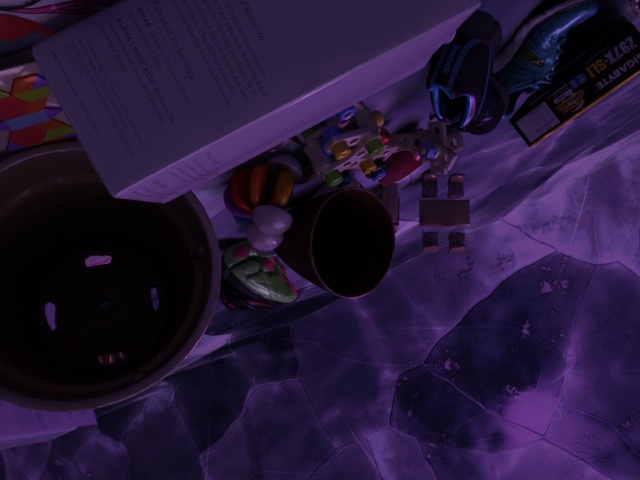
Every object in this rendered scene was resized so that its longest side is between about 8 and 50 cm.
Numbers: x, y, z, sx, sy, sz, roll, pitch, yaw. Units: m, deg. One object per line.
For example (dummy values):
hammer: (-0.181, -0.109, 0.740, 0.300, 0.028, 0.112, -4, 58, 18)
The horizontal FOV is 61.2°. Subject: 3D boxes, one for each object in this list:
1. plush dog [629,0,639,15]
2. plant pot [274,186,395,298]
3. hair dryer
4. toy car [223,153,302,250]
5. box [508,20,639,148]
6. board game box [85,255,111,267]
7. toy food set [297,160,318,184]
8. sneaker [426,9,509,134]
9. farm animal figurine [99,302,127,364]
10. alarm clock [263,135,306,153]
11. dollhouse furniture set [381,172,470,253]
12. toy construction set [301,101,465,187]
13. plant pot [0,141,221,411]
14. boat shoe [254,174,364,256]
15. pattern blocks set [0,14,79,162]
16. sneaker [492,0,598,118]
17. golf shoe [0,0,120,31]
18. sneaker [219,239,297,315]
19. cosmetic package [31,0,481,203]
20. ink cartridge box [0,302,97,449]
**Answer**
plush dog: (0.642, -0.481, 0.866, 0.262, 0.211, 0.225, -2, -167, 31)
plant pot: (0.000, 0.000, 1.136, 0.215, 0.216, 0.230, -13, -170, -35)
hair dryer: (0.253, -0.212, 1.248, 0.293, 0.080, 0.223, -31, 164, 23)
toy car: (-0.119, -0.080, 1.047, 0.136, 0.159, 0.182, 16, 153, -11)
box: (0.536, -0.326, 1.109, 0.257, 0.079, 0.322, -40, 180, 34)
board game box: (-0.408, -0.004, 0.988, 0.146, 0.045, 0.193, -15, 161, -31)
toy food set: (-0.030, -0.145, 1.149, 0.083, 0.020, 0.082, -33, 163, 24)
sneaker: (0.244, -0.253, 0.948, 0.140, 0.124, 0.341, -66, 154, -4)
farm animal figurine: (-0.528, 0.232, 1.390, 0.326, 0.173, 0.330, -14, 173, 6)
alarm clock: (-0.108, -0.187, 0.722, 0.191, 0.130, 0.064, 6, 157, -7)
dollhouse furniture set: (0.292, -0.084, 1.500, 0.241, 0.212, 0.161, 1, 168, 8)
toy construction set: (0.105, -0.185, 1.021, 0.327, 0.151, 0.215, 1, 152, -35)
plant pot: (-0.328, 0.073, 0.792, 0.333, 0.334, 0.305, -19, 170, -20)
boat shoe: (-0.023, -0.047, 1.315, 0.304, 0.109, 0.091, -33, 158, 14)
pattern blocks set: (-0.351, -0.150, 0.635, 0.285, 0.026, 0.325, -25, 165, 1)
sneaker: (0.411, -0.340, 1.016, 0.106, 0.110, 0.275, -15, 161, -32)
golf shoe: (-0.220, -0.230, 0.491, 0.186, 0.068, 0.086, -14, 163, -48)
sneaker: (-0.193, 0.137, 1.521, 0.202, 0.185, 0.483, -29, 163, -1)
cosmetic package: (-0.056, -0.192, 0.572, 0.384, 0.156, 0.217, -30, -176, -4)
ink cartridge box: (-0.506, 0.164, 0.868, 0.071, 0.324, 0.330, -23, 164, -2)
